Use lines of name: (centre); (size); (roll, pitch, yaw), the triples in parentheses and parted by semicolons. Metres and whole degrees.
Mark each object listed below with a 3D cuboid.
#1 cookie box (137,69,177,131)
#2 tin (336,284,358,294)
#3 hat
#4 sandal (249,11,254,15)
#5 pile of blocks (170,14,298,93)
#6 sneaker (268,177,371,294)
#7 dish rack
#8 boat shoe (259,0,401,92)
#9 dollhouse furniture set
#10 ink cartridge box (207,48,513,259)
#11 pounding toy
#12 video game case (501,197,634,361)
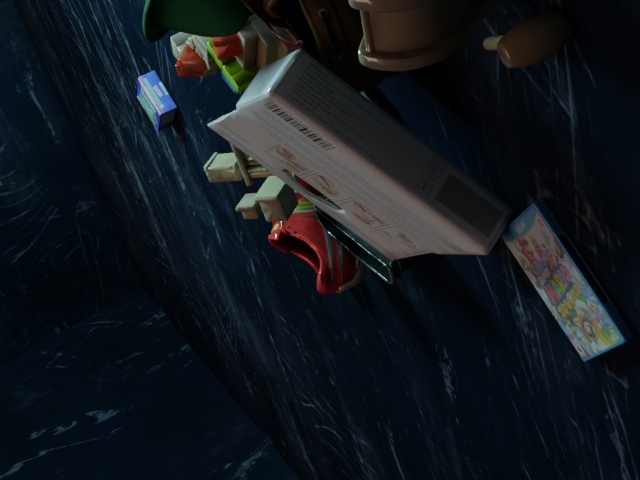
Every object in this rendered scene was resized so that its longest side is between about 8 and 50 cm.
cookie box: (-0.330, -0.280, 2.505); (0.092, 0.040, 0.107); (59, 164, 7)
tin: (0.000, 0.000, 1.987); (0.189, 0.040, 0.106); (63, 169, -12)
hat: (-0.082, -0.259, 1.392); (0.184, 0.208, 0.173); (26, 141, 3)
sandal: (-0.194, -0.466, 1.489); (0.445, 0.168, 0.107); (64, 168, -11)
pile of blocks: (-0.139, -0.257, 1.806); (0.149, 0.113, 0.362); (63, 165, -9)
sneaker: (-0.035, -0.043, 1.856); (0.279, 0.118, 0.107); (55, 163, 17)
dish rack: (0.040, -0.098, 1.607); (0.208, 0.074, 0.271); (38, 153, 52)
boat shoe: (-0.024, -0.291, 1.390); (0.307, 0.104, 0.110); (54, 164, 22)
dollhouse furniture set: (-0.113, -0.107, 1.763); (0.182, 0.161, 0.101); (-3, 125, 27)
ink cartridge box: (0.036, -0.086, 1.408); (0.296, 0.066, 0.261); (36, 168, -15)
pounding toy: (0.082, -0.208, 1.114); (0.269, 0.154, 0.155); (47, 160, 40)
video game case: (0.253, 0.044, 1.297); (0.166, 0.015, 0.119); (58, 165, 8)
